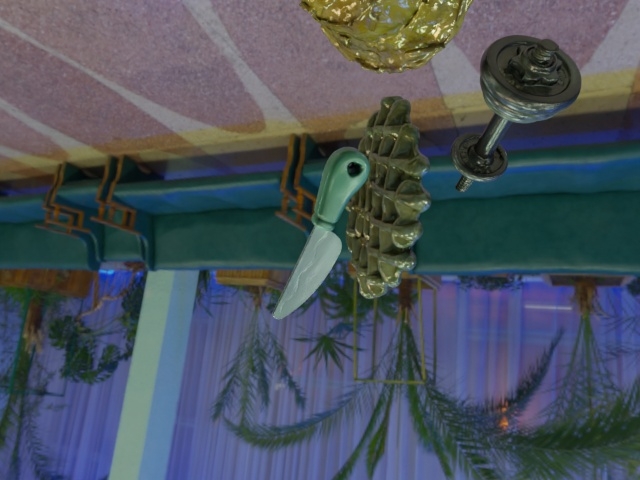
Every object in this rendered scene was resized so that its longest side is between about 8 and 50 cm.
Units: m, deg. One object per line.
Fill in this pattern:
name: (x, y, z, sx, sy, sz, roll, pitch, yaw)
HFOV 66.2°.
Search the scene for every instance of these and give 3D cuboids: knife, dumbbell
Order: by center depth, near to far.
dumbbell: (0.219, -0.140, 0.609, 0.110, 0.110, 0.255, 7, 151, -3)
knife: (0.002, 0.000, 0.657, 0.063, 0.261, 0.035, 10, -156, -27)

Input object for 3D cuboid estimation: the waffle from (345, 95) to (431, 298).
waffle: (0.099, -0.071, 0.811, 0.056, 0.310, 0.292, 5, 148, -12)

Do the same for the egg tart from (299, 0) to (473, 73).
egg tart: (0.044, -0.323, 0.527, 0.116, 0.295, 0.294, -32, -172, -32)
